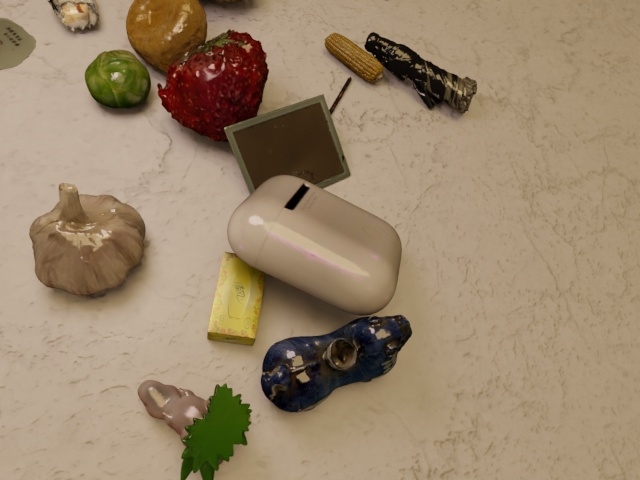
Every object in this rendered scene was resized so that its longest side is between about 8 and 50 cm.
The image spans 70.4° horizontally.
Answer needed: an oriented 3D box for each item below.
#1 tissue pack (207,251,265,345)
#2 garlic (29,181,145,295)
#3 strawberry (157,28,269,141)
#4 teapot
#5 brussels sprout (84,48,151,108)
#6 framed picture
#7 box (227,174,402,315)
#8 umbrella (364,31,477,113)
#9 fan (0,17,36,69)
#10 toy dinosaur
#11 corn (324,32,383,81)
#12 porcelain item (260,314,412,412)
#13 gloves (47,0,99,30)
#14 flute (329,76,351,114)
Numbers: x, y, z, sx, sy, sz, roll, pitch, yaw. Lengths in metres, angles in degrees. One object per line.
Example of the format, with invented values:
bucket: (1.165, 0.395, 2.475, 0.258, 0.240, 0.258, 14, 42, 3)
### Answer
tissue pack: (-0.168, 0.117, 0.928, 0.095, 0.062, 0.175, 10, 63, -8)
garlic: (-0.447, -0.018, 0.849, 0.219, 0.212, 0.218, 5, 57, -7)
strawberry: (-0.237, -0.354, 1.078, 0.274, 0.220, 0.274, -17, 33, 12)
teapot: (-0.373, -0.540, 1.165, 0.204, 0.167, 0.311, -2, 80, 18)
brussels sprout: (-0.480, -0.386, 1.082, 0.155, 0.117, 0.155, 3, 73, -9)
framed picture: (-0.070, -0.209, 1.087, 0.273, 0.016, 0.216, -25, 103, -24)
box: (0.001, -0.001, 0.938, 0.349, 0.141, 0.288, 26, 30, 1)
umbrella: (0.284, -0.486, 1.318, 0.358, 0.106, 0.113, 30, 52, 0)
fan: (-0.851, -0.445, 1.087, 0.182, 0.010, 0.310, 41, 61, 9)
toy dinosaur: (-0.224, 0.323, 0.776, 0.194, 0.177, 0.152, 44, 53, -23)
corn: (0.099, -0.529, 1.317, 0.207, 0.068, 0.068, 39, 62, 11)
porcelain item: (0.031, 0.224, 0.850, 0.288, 0.186, 0.137, -13, 71, -19)
gloves: (-0.643, -0.612, 1.187, 0.114, 0.070, 0.153, -21, 63, -13)
flute: (0.034, -0.365, 1.248, 0.014, 0.014, 0.269, 26, 61, 1)
